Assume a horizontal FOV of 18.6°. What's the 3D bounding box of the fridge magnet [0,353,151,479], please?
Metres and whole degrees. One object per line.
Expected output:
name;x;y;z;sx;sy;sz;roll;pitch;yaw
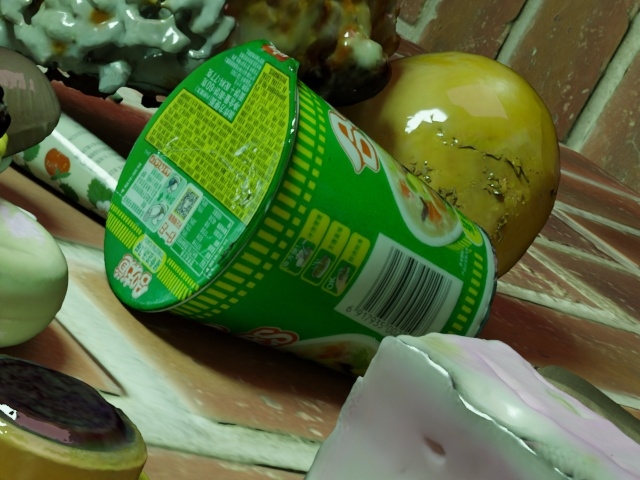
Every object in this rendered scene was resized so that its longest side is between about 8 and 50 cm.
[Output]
fridge magnet;-0.140;0.100;0.934;0.143;0.063;0.143;23;13;-6

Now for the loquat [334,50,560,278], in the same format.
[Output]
loquat;0.099;-0.059;1.756;0.235;0.235;0.235;27;12;-6

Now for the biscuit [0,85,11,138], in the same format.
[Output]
biscuit;-0.280;-0.072;1.178;0.194;0.053;0.194;-6;8;1

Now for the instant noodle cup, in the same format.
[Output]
instant noodle cup;0.000;0.000;1.390;0.232;0.207;0.207;29;10;-32

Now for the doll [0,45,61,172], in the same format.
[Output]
doll;-0.262;-0.077;1.351;0.145;0.096;0.188;-1;25;15

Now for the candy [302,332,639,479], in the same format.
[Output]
candy;0.112;0.171;0.982;0.265;0.156;0.115;37;19;36

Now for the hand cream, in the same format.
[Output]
hand cream;-0.174;-0.049;1.517;0.276;0.059;0.095;35;11;13

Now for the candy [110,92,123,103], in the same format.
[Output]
candy;-0.261;-0.199;1.980;0.202;0.061;0.061;45;19;30

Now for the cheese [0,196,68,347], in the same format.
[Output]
cheese;-0.212;0.001;1.186;0.137;0.064;0.227;30;12;-3

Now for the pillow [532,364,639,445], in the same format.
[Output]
pillow;0.257;0.165;1.630;0.211;0.034;0.135;32;9;13

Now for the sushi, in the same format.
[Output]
sushi;-0.144;-0.203;1.647;0.417;0.176;0.417;10;2;0
